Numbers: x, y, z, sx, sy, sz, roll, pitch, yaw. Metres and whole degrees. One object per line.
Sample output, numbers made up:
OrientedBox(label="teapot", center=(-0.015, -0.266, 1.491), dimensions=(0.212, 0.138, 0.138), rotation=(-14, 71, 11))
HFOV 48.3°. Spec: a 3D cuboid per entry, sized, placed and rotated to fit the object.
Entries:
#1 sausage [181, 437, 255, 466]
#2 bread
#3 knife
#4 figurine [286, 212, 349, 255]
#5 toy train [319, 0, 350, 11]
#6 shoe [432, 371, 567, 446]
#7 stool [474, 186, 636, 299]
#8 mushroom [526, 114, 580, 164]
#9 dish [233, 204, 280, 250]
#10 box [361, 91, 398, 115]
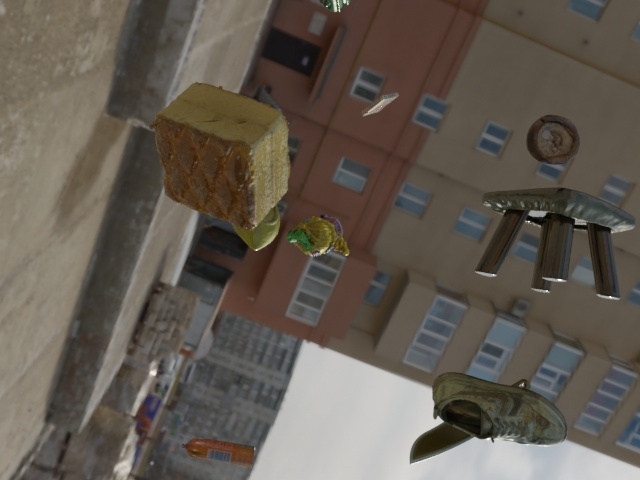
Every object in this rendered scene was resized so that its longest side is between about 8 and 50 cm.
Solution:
OrientedBox(label="sausage", center=(-0.149, 0.306, 1.038), dimensions=(0.031, 0.107, 0.031), rotation=(-167, -90, -81))
OrientedBox(label="bread", center=(-0.238, -0.212, 1.772), dimensions=(0.207, 0.279, 0.279), rotation=(-52, 152, -41))
OrientedBox(label="knife", center=(0.330, 0.394, 1.550), dimensions=(0.061, 0.343, 0.027), rotation=(57, -22, 29))
OrientedBox(label="figurine", center=(0.000, 0.000, 1.569), dimensions=(0.095, 0.115, 0.156), rotation=(-55, 162, 20))
OrientedBox(label="toy train", center=(0.029, -0.523, 1.411), dimensions=(0.111, 0.071, 0.170), rotation=(-58, 167, -10))
OrientedBox(label="shoe", center=(0.350, 0.351, 1.418), dimensions=(0.098, 0.275, 0.103), rotation=(-54, 153, -58))
OrientedBox(label="stool", center=(0.584, 0.007, 1.803), dimensions=(0.310, 0.310, 0.226), rotation=(0, -104, 58))
OrientedBox(label="mushroom", center=(0.527, -0.227, 1.619), dimensions=(0.052, 0.123, 0.123), rotation=(119, -7, -82))
OrientedBox(label="dish", center=(-0.170, -0.077, 1.995), dimensions=(0.080, 0.149, 0.207), rotation=(-39, -132, 44))
OrientedBox(label="box", center=(0.127, -0.292, 1.528), dimensions=(0.046, 0.012, 0.083), rotation=(-21, 175, -33))
